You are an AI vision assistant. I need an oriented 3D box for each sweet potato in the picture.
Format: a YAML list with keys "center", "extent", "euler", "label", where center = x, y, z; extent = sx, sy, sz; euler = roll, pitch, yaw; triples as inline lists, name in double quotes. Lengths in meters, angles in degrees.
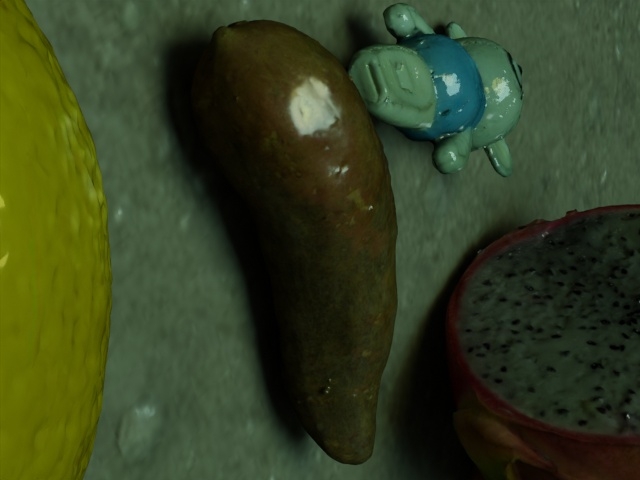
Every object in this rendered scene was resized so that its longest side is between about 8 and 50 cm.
- center: [0.001, 0.000, 0.832]
  extent: [0.097, 0.097, 0.292]
  euler: [-49, 134, -41]
  label: "sweet potato"

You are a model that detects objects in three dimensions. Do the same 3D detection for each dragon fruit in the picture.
- center: [0.232, 0.117, 1.034]
  extent: [0.290, 0.290, 0.189]
  euler: [-53, 141, -39]
  label: "dragon fruit"

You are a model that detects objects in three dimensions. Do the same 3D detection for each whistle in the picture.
- center: [0.077, -0.095, 0.919]
  extent: [0.235, 0.077, 0.114]
  euler: [-5, 76, -67]
  label: "whistle"

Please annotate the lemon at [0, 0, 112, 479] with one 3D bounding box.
- center: [-0.189, 0.015, 0.391]
  extent: [0.293, 0.293, 0.293]
  euler: [-11, 104, -55]
  label: "lemon"
